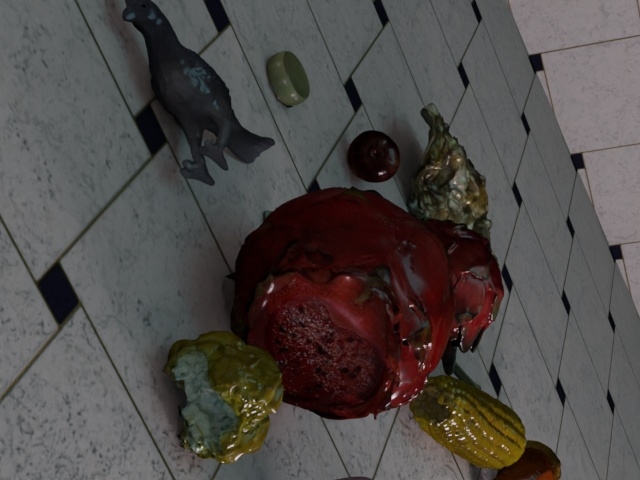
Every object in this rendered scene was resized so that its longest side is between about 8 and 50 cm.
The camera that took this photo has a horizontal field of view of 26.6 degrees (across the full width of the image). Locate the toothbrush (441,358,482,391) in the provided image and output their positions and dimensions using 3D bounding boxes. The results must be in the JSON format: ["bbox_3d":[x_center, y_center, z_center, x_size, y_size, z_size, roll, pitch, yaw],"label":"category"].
[{"bbox_3d":[0.264,0.256,2.416,0.294,0.026,0.028,53,42,-50],"label":"toothbrush"}]

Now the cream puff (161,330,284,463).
[{"bbox_3d":[-0.099,0.173,1.518,0.121,0.156,0.156,-14,88,-50],"label":"cream puff"}]

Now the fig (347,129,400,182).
[{"bbox_3d":[0.087,-0.134,2.248,0.125,0.088,0.089,107,-31,-84],"label":"fig"}]

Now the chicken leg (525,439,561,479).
[{"bbox_3d":[0.372,0.467,2.462,0.252,0.107,0.087,-69,155,-44],"label":"chicken leg"}]

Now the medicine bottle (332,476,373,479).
[{"bbox_3d":[0.034,0.429,1.627,0.152,0.152,0.254,-30,102,-67],"label":"medicine bottle"}]

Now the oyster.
[{"bbox_3d":[0.243,-0.086,2.507,0.351,0.114,0.238,69,23,-11],"label":"oyster"}]

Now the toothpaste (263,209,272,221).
[{"bbox_3d":[0.000,0.000,1.923,0.197,0.029,0.048,16,57,-34],"label":"toothpaste"}]

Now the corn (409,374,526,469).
[{"bbox_3d":[0.249,0.301,2.253,0.363,0.120,0.120,40,40,-56],"label":"corn"}]

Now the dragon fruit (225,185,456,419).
[{"bbox_3d":[0.029,0.078,1.695,0.301,0.295,0.296,-28,101,-81],"label":"dragon fruit"}]

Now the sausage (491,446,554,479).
[{"bbox_3d":[0.348,0.426,2.386,0.179,0.089,0.089,-31,105,-40],"label":"sausage"}]

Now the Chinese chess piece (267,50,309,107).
[{"bbox_3d":[-0.049,-0.244,2.047,0.084,0.034,0.084,48,32,-44],"label":"Chinese chess piece"}]

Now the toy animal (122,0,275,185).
[{"bbox_3d":[-0.146,-0.159,1.690,0.367,0.081,0.206,50,21,-44],"label":"toy animal"}]

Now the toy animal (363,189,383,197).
[{"bbox_3d":[0.075,0.019,2.081,0.245,0.114,0.146,-112,178,-55],"label":"toy animal"}]

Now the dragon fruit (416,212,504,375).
[{"bbox_3d":[0.210,0.084,2.245,0.192,0.193,0.274,140,-63,-82],"label":"dragon fruit"}]
